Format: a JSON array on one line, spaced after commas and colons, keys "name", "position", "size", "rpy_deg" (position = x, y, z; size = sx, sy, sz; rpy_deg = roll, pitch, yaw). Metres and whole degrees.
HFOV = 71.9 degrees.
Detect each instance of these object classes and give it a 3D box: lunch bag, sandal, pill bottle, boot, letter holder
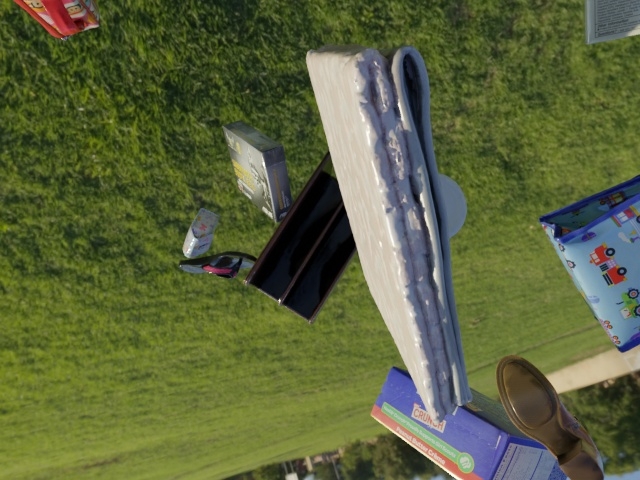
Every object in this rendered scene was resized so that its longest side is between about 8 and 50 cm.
[{"name": "lunch bag", "position": [-0.243, -0.010, 0.894], "size": [0.053, 0.083, 0.071], "rpy_deg": [27, 132, -10]}, {"name": "sandal", "position": [-0.197, 0.055, 0.848], "size": [0.179, 0.040, 0.067], "rpy_deg": [-10, 151, 25]}, {"name": "lunch bag", "position": [-0.472, -0.477, 0.744], "size": [0.120, 0.258, 0.293], "rpy_deg": [-19, -171, -9]}, {"name": "pill bottle", "position": [0.306, -0.083, 1.454], "size": [0.210, 0.210, 0.363], "rpy_deg": [-16, 177, -10]}, {"name": "lunch bag", "position": [0.548, 0.002, 0.692], "size": [0.293, 0.221, 0.138], "rpy_deg": [-30, -172, 22]}, {"name": "boot", "position": [0.334, 0.254, 0.662], "size": [0.073, 0.197, 0.152], "rpy_deg": [-35, 164, 18]}, {"name": "letter holder", "position": [0.000, 0.000, 0.878], "size": [0.302, 0.152, 0.214], "rpy_deg": [-58, 175, -8]}]

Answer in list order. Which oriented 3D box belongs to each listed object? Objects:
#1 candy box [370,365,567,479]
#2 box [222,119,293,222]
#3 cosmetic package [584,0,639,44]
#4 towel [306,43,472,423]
[{"name": "candy box", "position": [0.308, 0.382, 0.884], "size": [0.317, 0.122, 0.268], "rpy_deg": [28, 175, -36]}, {"name": "box", "position": [-0.152, -0.172, 1.072], "size": [0.056, 0.231, 0.183], "rpy_deg": [-25, 129, -22]}, {"name": "cosmetic package", "position": [0.536, -0.511, 0.737], "size": [0.160, 0.310, 0.113], "rpy_deg": [5, -152, 39]}, {"name": "towel", "position": [0.063, -0.038, 0.474], "size": [0.053, 0.317, 0.332], "rpy_deg": [-16, 113, -1]}]
